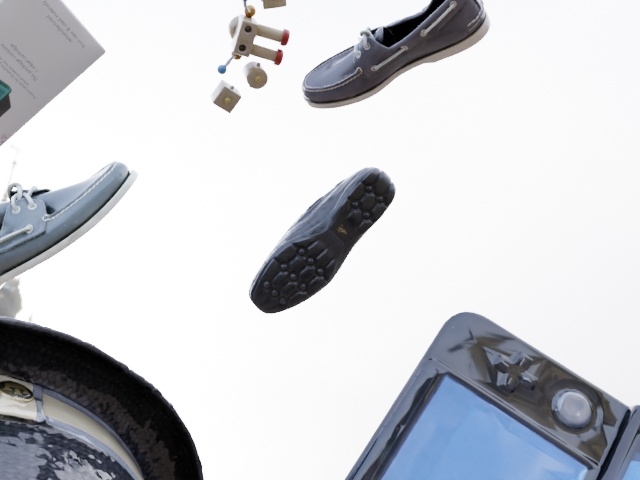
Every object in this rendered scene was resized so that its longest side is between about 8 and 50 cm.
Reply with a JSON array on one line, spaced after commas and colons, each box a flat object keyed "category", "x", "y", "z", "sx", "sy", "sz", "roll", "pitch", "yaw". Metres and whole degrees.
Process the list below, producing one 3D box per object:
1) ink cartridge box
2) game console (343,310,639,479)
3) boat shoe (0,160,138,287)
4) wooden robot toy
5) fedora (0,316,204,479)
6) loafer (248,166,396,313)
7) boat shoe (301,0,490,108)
[{"category": "ink cartridge box", "x": -0.286, "y": -0.108, "z": 0.523, "sx": 0.231, "sy": 0.134, "sz": 0.078, "roll": -43, "pitch": -44, "yaw": -4}, {"category": "game console", "x": 0.140, "y": 0.188, "z": 0.445, "sx": 0.250, "sy": 0.293, "sz": 0.173, "roll": 33, "pitch": -26, "yaw": 12}, {"category": "boat shoe", "x": -0.385, "y": -0.019, "z": 0.920, "sx": 0.319, "sy": 0.116, "sz": 0.099, "roll": -33, "pitch": -70, "yaw": 2}, {"category": "wooden robot toy", "x": -0.089, "y": -0.250, "z": 0.901, "sx": 0.076, "sy": 0.079, "sz": 0.173, "roll": 12, "pitch": -65, "yaw": -24}, {"category": "fedora", "x": -0.191, "y": 0.203, "z": 0.369, "sx": 0.334, "sy": 0.152, "sz": 0.334, "roll": -11, "pitch": -67, "yaw": -29}, {"category": "loafer", "x": 0.000, "y": 0.000, "z": 0.859, "sx": 0.223, "sy": 0.078, "sz": 0.076, "roll": -46, "pitch": -75, "yaw": -9}, {"category": "boat shoe", "x": 0.063, "y": -0.200, "z": 0.719, "sx": 0.206, "sy": 0.075, "sz": 0.065, "roll": -20, "pitch": -41, "yaw": 20}]
